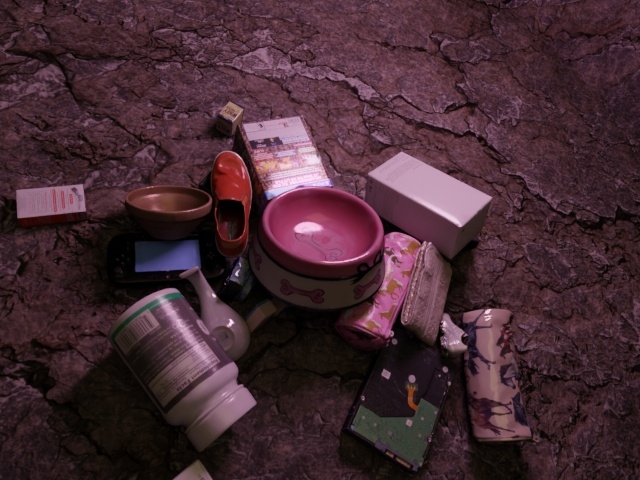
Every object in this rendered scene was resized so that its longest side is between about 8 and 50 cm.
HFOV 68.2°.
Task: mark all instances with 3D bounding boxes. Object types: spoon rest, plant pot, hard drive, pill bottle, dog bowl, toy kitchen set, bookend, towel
[{"bbox_3d":[-0.290,0.202,1.285,0.137,0.084,0.277,-26,92,-4],"label":"spoon rest"},{"bbox_3d":[-0.431,-0.074,1.353,0.237,0.110,0.237,6,24,-2],"label":"plant pot"},{"bbox_3d":[0.233,0.448,1.357,0.236,0.064,0.339,31,58,-1],"label":"hard drive"},{"bbox_3d":[-0.333,0.313,1.157,0.204,0.204,0.361,-35,79,-29],"label":"pill bottle"},{"bbox_3d":[0.000,0.000,1.342,0.407,0.151,0.408,5,42,-5],"label":"dog bowl"},{"bbox_3d":[-0.164,0.146,1.373,0.207,0.122,0.166,-25,72,-48],"label":"toy kitchen set"},{"bbox_3d":[-0.279,-0.167,1.499,0.157,0.072,0.156,34,58,0],"label":"bookend"},{"bbox_3d":[0.330,0.161,1.436,0.187,0.049,0.283,41,59,-40],"label":"towel"}]

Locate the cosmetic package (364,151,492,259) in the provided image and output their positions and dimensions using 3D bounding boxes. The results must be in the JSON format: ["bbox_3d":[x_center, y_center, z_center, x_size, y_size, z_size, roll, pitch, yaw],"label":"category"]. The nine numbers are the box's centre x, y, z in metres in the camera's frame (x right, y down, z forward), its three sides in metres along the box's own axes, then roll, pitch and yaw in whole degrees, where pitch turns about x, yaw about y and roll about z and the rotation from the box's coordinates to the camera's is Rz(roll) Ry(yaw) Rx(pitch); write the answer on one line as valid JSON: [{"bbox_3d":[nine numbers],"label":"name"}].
[{"bbox_3d":[0.346,-0.126,1.561,0.196,0.155,0.365,-34,55,-30],"label":"cosmetic package"}]

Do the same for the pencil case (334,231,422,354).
[{"bbox_3d":[0.191,0.149,1.443,0.167,0.160,0.386,34,58,-5],"label":"pencil case"}]

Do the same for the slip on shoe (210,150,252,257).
[{"bbox_3d":[-0.261,-0.118,1.381,0.122,0.101,0.332,0,70,-11],"label":"slip on shoe"}]

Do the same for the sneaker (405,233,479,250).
[{"bbox_3d":[0.415,-0.045,1.662,0.269,0.090,0.145,4,53,-12],"label":"sneaker"}]

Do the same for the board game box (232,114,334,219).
[{"bbox_3d":[-0.129,-0.241,1.546,0.231,0.141,0.291,-14,69,-24],"label":"board game box"}]

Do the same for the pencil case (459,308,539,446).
[{"bbox_3d":[0.526,0.398,1.424,0.183,0.160,0.411,14,60,-22],"label":"pencil case"}]

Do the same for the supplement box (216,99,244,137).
[{"bbox_3d":[-0.308,-0.413,1.609,0.056,0.083,0.083,29,60,-1],"label":"supplement box"}]

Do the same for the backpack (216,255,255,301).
[{"bbox_3d":[-0.232,0.113,1.354,0.084,0.105,0.114,27,51,-13],"label":"backpack"}]

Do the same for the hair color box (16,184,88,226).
[{"bbox_3d":[-0.747,-0.098,1.321,0.167,0.053,0.093,-9,66,-21],"label":"hair color box"}]

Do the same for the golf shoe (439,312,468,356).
[{"bbox_3d":[0.411,0.291,1.460,0.085,0.069,0.176,-4,32,13],"label":"golf shoe"}]

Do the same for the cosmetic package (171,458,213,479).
[{"bbox_3d":[-0.352,0.604,1.053,0.231,0.117,0.086,-32,77,-30],"label":"cosmetic package"}]

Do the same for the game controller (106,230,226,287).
[{"bbox_3d":[-0.432,0.049,1.341,0.318,0.067,0.167,-2,65,-20],"label":"game controller"}]
